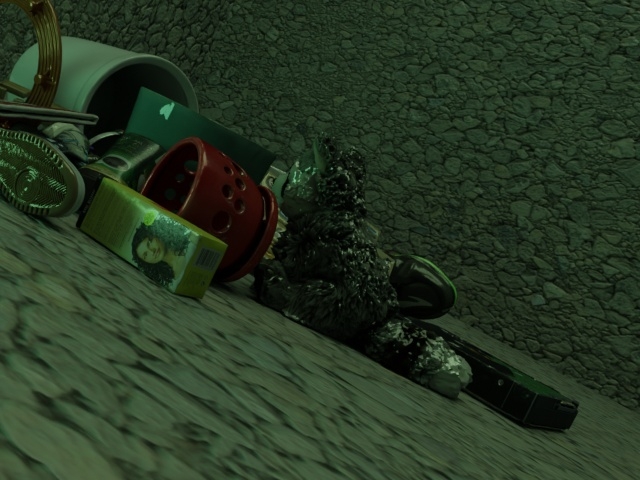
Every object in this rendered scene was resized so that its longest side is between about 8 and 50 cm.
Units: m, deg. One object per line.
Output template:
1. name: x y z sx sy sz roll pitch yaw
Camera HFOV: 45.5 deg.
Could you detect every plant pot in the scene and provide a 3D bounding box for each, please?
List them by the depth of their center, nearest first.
1. plant pot: -0.170 -0.039 1.179 0.174 0.191 0.191 28 1 -32
2. plant pot: -0.269 -0.130 1.503 0.293 0.235 0.293 27 3 -1

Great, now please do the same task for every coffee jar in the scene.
1. coffee jar: -0.341 -0.107 1.286 0.096 0.079 0.184 24 36 6

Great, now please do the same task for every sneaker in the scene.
1. sneaker: -0.400 -0.099 1.105 0.282 0.099 0.153 24 3 29
2. sneaker: -0.480 -0.143 1.408 0.122 0.110 0.283 32 12 -1
3. sneaker: 0.130 0.097 2.053 0.483 0.185 0.202 23 20 4

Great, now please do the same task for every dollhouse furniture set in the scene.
1. dollhouse furniture set: -0.620 -0.239 1.583 0.151 0.123 0.144 23 15 -10

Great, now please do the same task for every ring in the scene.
1. ring: -0.627 -0.352 1.483 0.337 0.336 0.032 27 14 26

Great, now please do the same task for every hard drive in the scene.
1. hard drive: 0.286 0.238 1.415 0.339 0.064 0.237 27 2 37

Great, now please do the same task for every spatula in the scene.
1. spatula: -0.465 -0.226 1.671 0.084 0.030 0.296 26 24 32

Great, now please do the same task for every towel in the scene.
1. towel: -0.584 -0.228 1.309 0.329 0.037 0.237 12 10 27

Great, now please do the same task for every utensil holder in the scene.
1. utensil holder: -0.546 -0.325 1.884 0.385 0.327 0.328 25 1 39

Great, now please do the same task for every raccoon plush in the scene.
1. raccoon plush: 0.096 0.022 1.272 0.446 0.299 0.216 26 2 7

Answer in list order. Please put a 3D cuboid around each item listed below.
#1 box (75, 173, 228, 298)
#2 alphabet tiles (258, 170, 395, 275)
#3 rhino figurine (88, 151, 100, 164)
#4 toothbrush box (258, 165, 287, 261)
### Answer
1. box: -0.234 -0.008 1.039 0.232 0.087 0.058 26 2 36
2. alphabet tiles: 0.000 0.000 1.603 0.342 0.011 0.285 35 42 -7
3. rhino figurine: -0.488 -0.149 1.603 0.243 0.073 0.106 28 5 19
4. toothbrush box: -0.142 -0.072 1.828 0.126 0.216 0.295 25 2 -17
